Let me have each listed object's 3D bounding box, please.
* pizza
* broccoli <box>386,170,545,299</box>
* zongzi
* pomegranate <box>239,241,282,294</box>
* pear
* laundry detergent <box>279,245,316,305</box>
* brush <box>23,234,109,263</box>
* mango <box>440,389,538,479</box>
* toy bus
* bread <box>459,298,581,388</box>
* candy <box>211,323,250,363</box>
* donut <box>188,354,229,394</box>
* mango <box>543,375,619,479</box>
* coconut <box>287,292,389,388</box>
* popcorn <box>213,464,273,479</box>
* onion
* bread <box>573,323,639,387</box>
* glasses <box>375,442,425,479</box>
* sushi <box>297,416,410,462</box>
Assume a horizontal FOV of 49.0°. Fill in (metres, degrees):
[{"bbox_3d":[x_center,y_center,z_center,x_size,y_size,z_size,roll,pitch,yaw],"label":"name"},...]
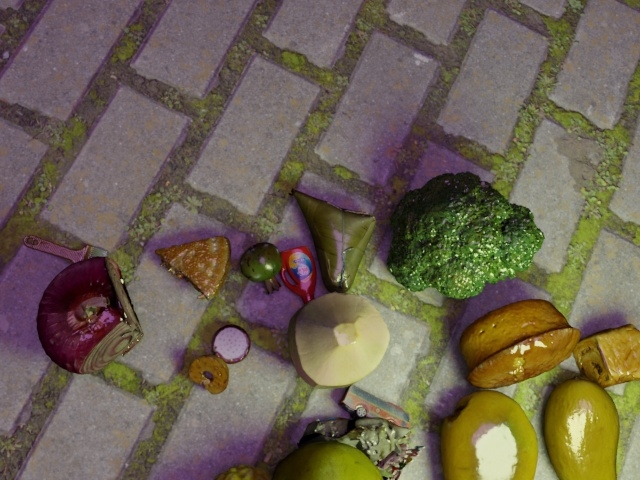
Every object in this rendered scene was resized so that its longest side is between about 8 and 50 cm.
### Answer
[{"bbox_3d":[-0.338,0.059,1.843,0.198,0.062,0.188,16,63,1],"label":"pizza"},{"bbox_3d":[0.356,-0.017,1.853,0.413,0.310,0.321,-23,90,21],"label":"broccoli"},{"bbox_3d":[0.000,0.000,1.875,0.256,0.115,0.228,23,75,-5],"label":"zongzi"},{"bbox_3d":[-0.147,0.074,1.849,0.114,0.114,0.142,-30,108,-14],"label":"pomegranate"},{"bbox_3d":[0.018,0.567,1.611,0.269,0.212,0.212,2,76,11],"label":"pear"},{"bbox_3d":[-0.055,0.102,1.880,0.097,0.049,0.165,-15,81,-1],"label":"laundry detergent"},{"bbox_3d":[-0.665,0.032,1.822,0.218,0.010,0.083,18,76,-3],"label":"brush"},{"bbox_3d":[0.422,0.564,1.778,0.253,0.182,0.365,13,75,-7],"label":"mango"},{"bbox_3d":[0.143,0.446,1.825,0.192,0.065,0.077,27,67,-2],"label":"toy bus"},{"bbox_3d":[0.507,0.271,1.817,0.312,0.312,0.172,-16,63,-12],"label":"bread"},{"bbox_3d":[-0.231,0.268,1.817,0.103,0.043,0.103,2,77,-9],"label":"candy"},{"bbox_3d":[-0.277,0.333,1.781,0.108,0.043,0.097,38,109,-5],"label":"donut"},{"bbox_3d":[0.687,0.525,1.852,0.195,0.142,0.332,3,83,-2],"label":"mango"},{"bbox_3d":[0.041,0.246,1.760,0.259,0.259,0.259,2,77,-8],"label":"coconut"},{"bbox_3d":[-0.176,0.663,1.658,0.212,0.259,0.259,-31,83,11],"label":"popcorn"},{"bbox_3d":[-0.568,0.183,1.695,0.230,0.272,0.256,-26,49,-3],"label":"onion"},{"bbox_3d":[0.794,0.319,1.913,0.143,0.149,0.158,-9,79,-14],"label":"bread"},{"bbox_3d":[0.162,0.604,1.742,0.255,0.162,0.095,-42,90,-14],"label":"glasses"},{"bbox_3d":[0.087,0.490,1.759,0.273,0.109,0.134,-22,106,4],"label":"sushi"}]
